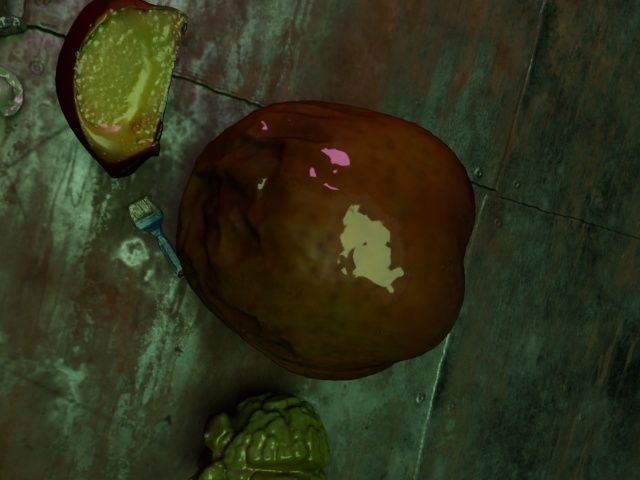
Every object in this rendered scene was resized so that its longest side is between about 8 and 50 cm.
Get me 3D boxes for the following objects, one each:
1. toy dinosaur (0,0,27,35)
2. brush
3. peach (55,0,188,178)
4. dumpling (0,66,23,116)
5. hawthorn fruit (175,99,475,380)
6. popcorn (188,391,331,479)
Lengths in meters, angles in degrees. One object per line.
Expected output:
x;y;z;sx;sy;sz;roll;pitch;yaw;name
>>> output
-0.534;-0.428;0.731;0.294;0.077;0.162;40;82;-24;toy dinosaur
-0.284;-0.001;0.937;0.051;0.014;0.164;-31;109;-14;brush
-0.321;-0.238;0.810;0.159;0.154;0.267;6;105;-33;peach
-0.488;-0.232;0.802;0.077;0.043;0.059;49;61;-6;dumpling
0.000;0.000;0.828;0.473;0.472;0.470;-4;99;-22;hawthorn fruit
-0.105;0.410;0.967;0.258;0.224;0.270;-26;113;-10;popcorn
